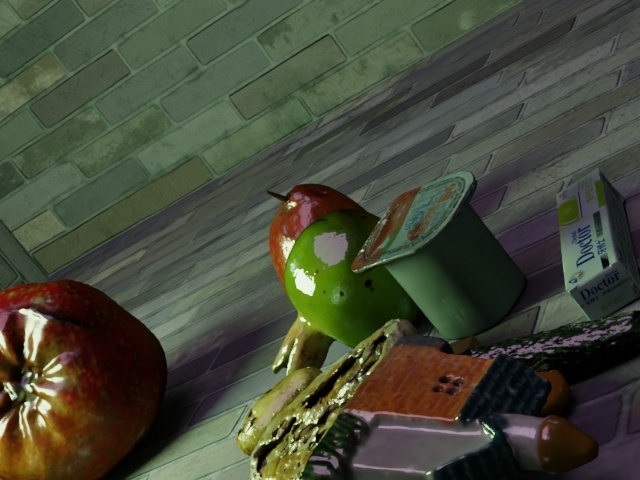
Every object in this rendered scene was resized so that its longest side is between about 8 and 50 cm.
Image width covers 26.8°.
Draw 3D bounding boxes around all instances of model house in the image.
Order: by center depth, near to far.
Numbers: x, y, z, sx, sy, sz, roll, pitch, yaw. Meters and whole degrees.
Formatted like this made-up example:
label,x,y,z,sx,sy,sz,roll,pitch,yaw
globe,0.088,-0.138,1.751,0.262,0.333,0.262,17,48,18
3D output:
label,x,y,z,sx,sy,sz,roll,pitch,yaw
model house,0.169,0.251,1.467,0.301,0.190,0.271,-1,30,36

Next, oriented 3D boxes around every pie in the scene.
label,x,y,z,sx,sy,sz,roll,pitch,yaw
pie,0.020,0.243,1.841,0.339,0.077,0.339,-45,14,14

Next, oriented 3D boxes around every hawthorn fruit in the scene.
label,x,y,z,sx,sy,sz,roll,pitch,yaw
hawthorn fruit,0.000,0.000,2.326,0.210,0.262,0.210,-31,16,10
hawthorn fruit,-0.477,0.257,2.468,0.403,0.403,0.403,-34,16,11

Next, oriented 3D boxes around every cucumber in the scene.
label,x,y,z,sx,sy,sz,roll,pitch,yaw
cucumber,0.281,0.141,1.642,0.293,0.067,0.067,-17,23,25

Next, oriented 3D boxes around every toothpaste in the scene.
label,x,y,z,sx,sy,sz,roll,pitch,yaw
toothpaste,0.382,-0.001,1.854,0.081,0.067,0.336,-35,15,20

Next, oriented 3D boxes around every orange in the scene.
label,x,y,z,sx,sy,sz,roll,pitch,yaw
orange,0.254,0.187,1.594,0.086,0.062,0.086,-35,18,13

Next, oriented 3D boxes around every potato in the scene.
label,x,y,z,sx,sy,sz,roll,pitch,yaw
potato,-0.056,0.261,2.037,0.170,0.080,0.107,-37,28,-4

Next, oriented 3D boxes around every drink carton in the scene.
label,x,y,z,sx,sy,sz,roll,pitch,yaw
drink carton,0.187,0.033,1.946,0.191,0.190,0.185,-22,21,42

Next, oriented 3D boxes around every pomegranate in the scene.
label,x,y,z,sx,sy,sz,roll,pitch,yaw
pomegranate,0.025,0.094,2.115,0.302,0.236,0.236,-49,15,3

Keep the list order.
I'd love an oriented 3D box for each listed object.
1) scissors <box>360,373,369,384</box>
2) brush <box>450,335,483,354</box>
label,x,y,z,sx,sy,sz,roll,pitch,yaw
scissors,0.060,0.254,1.593,0.027,0.204,0.101,5,16,16
brush,0.148,0.224,1.751,0.103,0.047,0.233,-28,20,34
